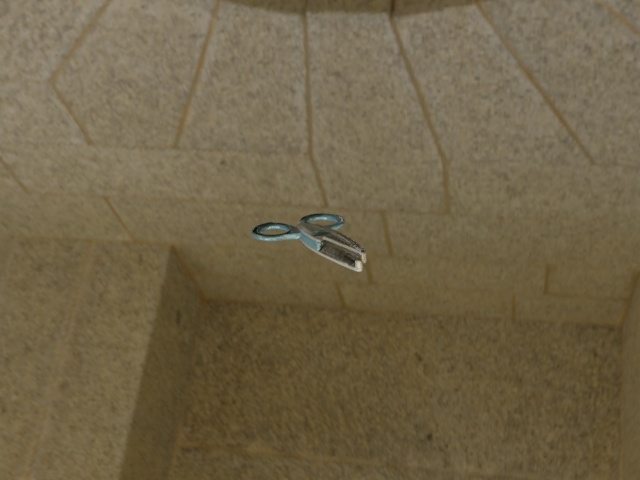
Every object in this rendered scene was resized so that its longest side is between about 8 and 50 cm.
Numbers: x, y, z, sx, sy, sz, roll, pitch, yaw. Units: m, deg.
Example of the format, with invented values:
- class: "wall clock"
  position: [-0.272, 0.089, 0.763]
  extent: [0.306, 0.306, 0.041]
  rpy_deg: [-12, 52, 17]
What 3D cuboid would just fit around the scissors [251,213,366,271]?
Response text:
- class: "scissors"
  position: [0.000, 0.000, 0.579]
  extent: [0.058, 0.119, 0.014]
  rpy_deg: [-11, -75, -18]
